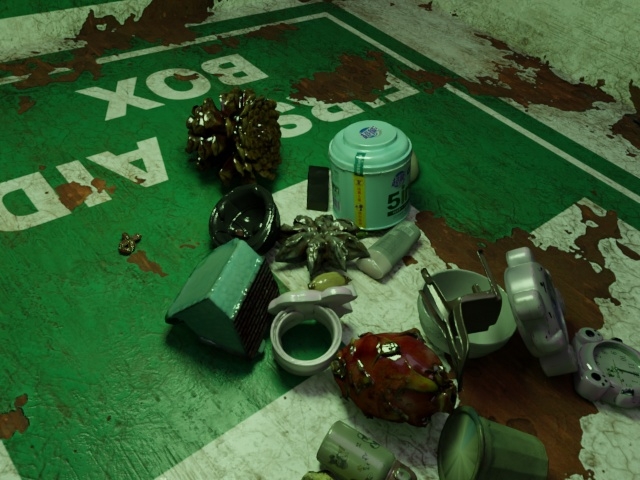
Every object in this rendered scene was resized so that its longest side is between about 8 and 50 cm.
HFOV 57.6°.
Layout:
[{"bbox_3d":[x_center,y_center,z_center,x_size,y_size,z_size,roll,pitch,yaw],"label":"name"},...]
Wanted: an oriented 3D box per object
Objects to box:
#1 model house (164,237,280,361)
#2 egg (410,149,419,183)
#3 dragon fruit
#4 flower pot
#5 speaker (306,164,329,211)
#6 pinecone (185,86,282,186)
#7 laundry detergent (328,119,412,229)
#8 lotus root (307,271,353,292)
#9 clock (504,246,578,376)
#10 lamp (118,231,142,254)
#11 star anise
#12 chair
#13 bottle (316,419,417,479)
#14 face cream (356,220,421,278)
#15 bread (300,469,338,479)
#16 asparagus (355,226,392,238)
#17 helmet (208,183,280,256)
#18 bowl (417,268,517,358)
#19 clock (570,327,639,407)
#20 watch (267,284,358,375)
[{"bbox_3d":[-0.237,0.177,1.634,0.249,0.230,0.280,47,41,-22],"label":"model house"},{"bbox_3d":[0.271,-0.340,2.287,0.286,0.174,0.264,-12,50,-28],"label":"egg"},{"bbox_3d":[0.191,0.344,1.480,0.315,0.250,0.250,-14,28,37],"label":"dragon fruit"},{"bbox_3d":[0.409,0.520,1.389,0.203,0.212,0.212,18,41,-14],"label":"flower pot"},{"bbox_3d":[-0.008,-0.195,2.167,0.082,0.044,0.218,6,43,-5],"label":"speaker"},{"bbox_3d":[-0.332,-0.361,2.085,0.384,0.384,0.384,6,42,-5],"label":"pinecone"},{"bbox_3d":[0.173,-0.240,2.021,0.287,0.305,0.287,-3,39,2],"label":"laundry detergent"},{"bbox_3d":[0.027,0.134,1.805,0.150,0.062,0.073,-11,24,-25],"label":"lotus root"},{"bbox_3d":[0.627,0.198,1.673,0.113,0.322,0.295,-19,35,25],"label":"clock"},{"bbox_3d":[-0.603,0.011,1.836,0.063,0.031,0.083,6,46,-3],"label":"lamp"},{"bbox_3d":[-0.002,0.000,1.885,0.332,0.117,0.331,1,29,-1],"label":"star anise"},{"bbox_3d":[0.386,0.208,1.505,0.183,0.175,0.326,-11,48,-4],"label":"chair"},{"bbox_3d":[0.113,0.526,1.363,0.233,0.110,0.110,27,45,18],"label":"bottle"},{"bbox_3d":[0.234,0.027,1.954,0.107,0.073,0.269,27,44,26],"label":"face cream"},{"bbox_3d":[0.070,0.608,1.264,0.266,0.142,0.178,35,7,26],"label":"bread"},{"bbox_3d":[0.192,-0.039,2.049,0.165,0.030,0.036,-17,35,-26],"label":"asparagus"},{"bbox_3d":[-0.222,-0.035,1.855,0.231,0.160,0.279,-22,57,11],"label":"helmet"},{"bbox_3d":[0.416,0.233,1.715,0.287,0.143,0.287,6,42,-5],"label":"bowl"},{"bbox_3d":[0.858,0.381,1.689,0.248,0.090,0.227,16,43,4],"label":"clock"},{"bbox_3d":[-0.017,0.254,1.602,0.248,0.211,0.217,-3,62,-6],"label":"watch"}]
